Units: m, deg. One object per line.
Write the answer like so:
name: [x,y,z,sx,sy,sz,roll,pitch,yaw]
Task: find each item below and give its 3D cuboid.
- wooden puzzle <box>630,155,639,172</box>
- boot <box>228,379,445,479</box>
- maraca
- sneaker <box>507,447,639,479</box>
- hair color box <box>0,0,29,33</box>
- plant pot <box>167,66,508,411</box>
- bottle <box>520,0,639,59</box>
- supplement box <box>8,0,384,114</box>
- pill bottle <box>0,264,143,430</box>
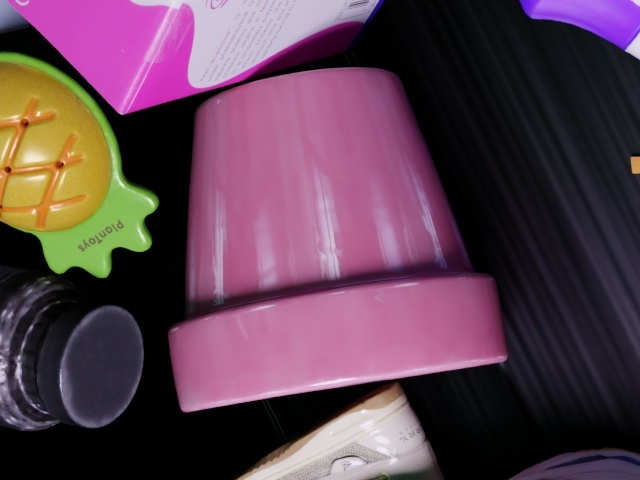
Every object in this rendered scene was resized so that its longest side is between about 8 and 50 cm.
wooden puzzle: [0.210,-0.025,0.741,0.083,0.006,0.049,28,120,24]
boot: [0.015,0.212,0.913,0.213,0.077,0.165,-36,85,31]
maraca: [-0.200,-0.053,0.961,0.127,0.099,0.186,-31,107,23]
sneaker: [0.072,0.206,0.782,0.296,0.131,0.112,-26,91,15]
hair color box: [-0.342,-0.329,0.951,0.185,0.113,0.374,4,109,33]
plant pot: [0.000,0.000,0.791,0.201,0.201,0.180,-14,83,37]
bottle: [0.081,-0.197,0.696,0.283,0.118,0.092,35,146,4]
supplement box: [-0.053,-0.164,0.740,0.114,0.220,0.111,44,125,14]
pill bottle: [-0.251,0.080,1.022,0.219,0.123,0.123,8,110,32]
